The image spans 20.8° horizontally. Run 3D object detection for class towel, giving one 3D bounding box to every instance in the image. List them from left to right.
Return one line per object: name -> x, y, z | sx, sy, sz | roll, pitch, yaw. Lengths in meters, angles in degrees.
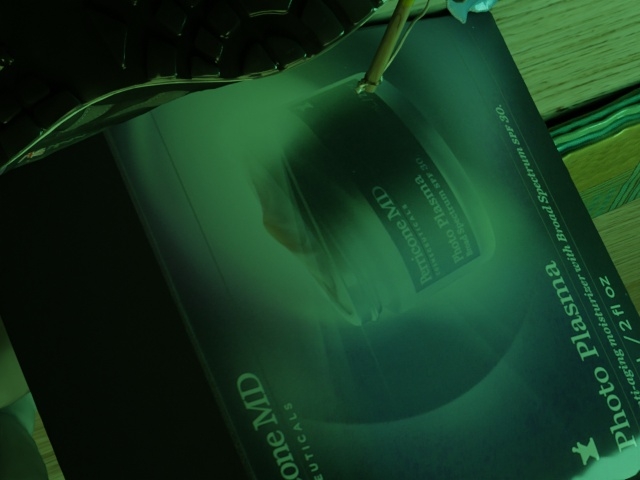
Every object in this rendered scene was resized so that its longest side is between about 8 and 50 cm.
towel -> 0.169, -0.039, 1.430 | 0.370, 0.040, 0.271 | -24, 166, -12

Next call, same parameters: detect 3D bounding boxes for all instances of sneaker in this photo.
sneaker -> -0.099, -0.096, 0.753 | 0.283, 0.107, 0.124 | -23, -175, -6

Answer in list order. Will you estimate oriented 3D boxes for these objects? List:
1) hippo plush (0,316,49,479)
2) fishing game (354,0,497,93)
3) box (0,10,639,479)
hippo plush -> -0.187, 0.170, 1.074 | 0.234, 0.236, 0.294 | -44, -178, -31
fishing game -> 0.136, -0.165, 0.834 | 0.264, 0.041, 0.189 | -35, 170, -25
box -> 0.006, 0.051, 0.971 | 0.294, 0.296, 0.183 | -14, 162, -37
